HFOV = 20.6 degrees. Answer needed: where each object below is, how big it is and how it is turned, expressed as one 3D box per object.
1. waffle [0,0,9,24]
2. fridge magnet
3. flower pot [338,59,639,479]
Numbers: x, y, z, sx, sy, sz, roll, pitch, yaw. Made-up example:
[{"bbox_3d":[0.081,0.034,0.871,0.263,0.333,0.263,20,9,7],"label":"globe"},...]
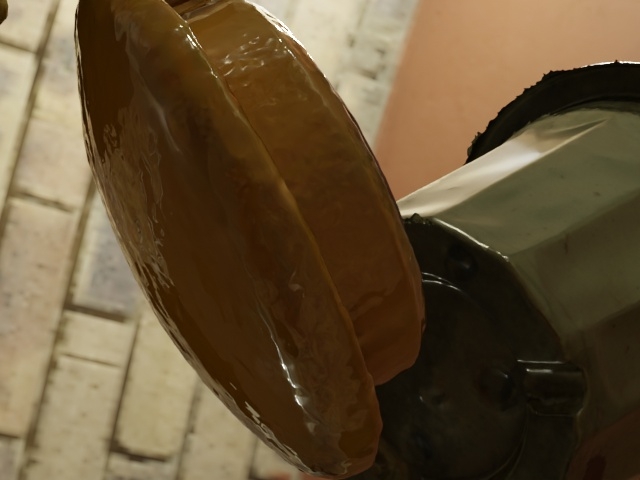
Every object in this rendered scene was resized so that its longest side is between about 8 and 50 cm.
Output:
[{"bbox_3d":[-0.322,-0.097,0.725,0.382,0.379,0.095,-38,-121,24],"label":"waffle"},{"bbox_3d":[-0.020,-0.006,0.449,0.143,0.063,0.143,57,-13,21],"label":"fridge magnet"},{"bbox_3d":[0.131,0.055,1.008,0.290,0.259,0.290,13,-68,34],"label":"flower pot"}]
